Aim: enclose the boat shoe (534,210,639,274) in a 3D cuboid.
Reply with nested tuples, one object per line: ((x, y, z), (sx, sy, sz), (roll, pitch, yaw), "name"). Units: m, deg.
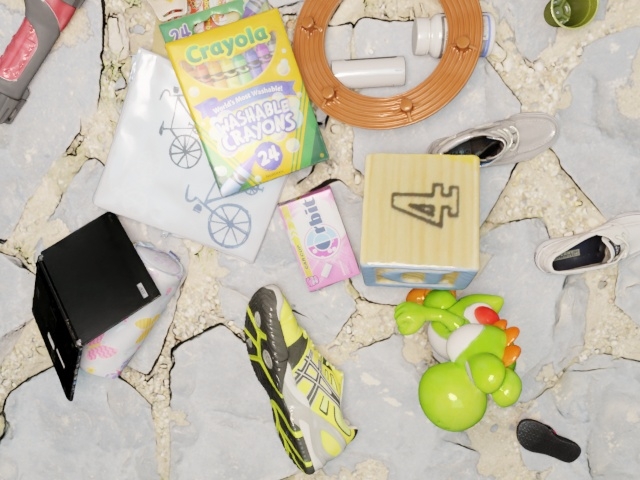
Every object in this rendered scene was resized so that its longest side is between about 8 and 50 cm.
((0.554, 0.016, 1.103), (0.258, 0.084, 0.095), (-21, 101, 5), "boat shoe")

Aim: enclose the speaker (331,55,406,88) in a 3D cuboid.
((0.086, -0.309, 1.051), (0.136, 0.055, 0.055), (-3, 102, 1), "speaker")

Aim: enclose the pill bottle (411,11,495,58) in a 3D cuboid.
((0.238, -0.369, 1.027), (0.137, 0.078, 0.078), (-1, 102, 1), "pill bottle")

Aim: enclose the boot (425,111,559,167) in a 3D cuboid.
((0.328, -0.172, 1.044), (0.258, 0.123, 0.095), (-17, 101, 3), "boot")

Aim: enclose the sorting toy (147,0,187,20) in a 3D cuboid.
((-0.266, -0.425, 0.993), (0.083, 0.045, 0.075), (-15, 88, 3), "sorting toy")

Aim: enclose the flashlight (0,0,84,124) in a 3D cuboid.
((-0.536, -0.358, 1.017), (0.103, 0.103, 0.304), (38, 99, -8), "flashlight")

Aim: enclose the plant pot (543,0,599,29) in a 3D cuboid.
((0.438, -0.413, 1.016), (0.083, 0.079, 0.083), (0, 101, 0), "plant pot")

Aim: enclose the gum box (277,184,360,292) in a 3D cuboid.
((0.000, 0.000, 1.111), (0.107, 0.062, 0.188), (-19, 101, 4), "gum box")

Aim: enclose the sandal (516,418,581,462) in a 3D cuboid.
((0.480, 0.425, 1.218), (0.179, 0.040, 0.067), (30, 106, -21), "sandal")

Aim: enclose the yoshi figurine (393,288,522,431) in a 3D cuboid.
((0.225, 0.204, 1.002), (0.203, 0.362, 0.203), (5, 102, -2), "yoshi figurine")

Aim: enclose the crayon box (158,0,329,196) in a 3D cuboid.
((-0.135, -0.260, 0.998), (0.203, 0.083, 0.323), (-21, 98, -7), "crayon box")

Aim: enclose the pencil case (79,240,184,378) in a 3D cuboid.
((-0.382, 0.135, 1.116), (0.124, 0.113, 0.273), (35, 100, 12), "pencil case")

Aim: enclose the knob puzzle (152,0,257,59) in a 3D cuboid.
((-0.202, -0.398, 1.045), (0.213, 0.030, 0.213), (0, 101, 0), "knob puzzle")

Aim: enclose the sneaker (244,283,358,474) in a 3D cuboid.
((-0.042, 0.265, 1.151), (0.147, 0.145, 0.385), (-20, 100, -27), "sneaker")

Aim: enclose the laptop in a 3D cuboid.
((-0.436, 0.121, 1.078), (0.234, 0.136, 0.264), (51, 133, 30), "laptop")

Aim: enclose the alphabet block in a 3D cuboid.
((0.172, -0.027, 1.001), (0.193, 0.192, 0.197), (3, 75, 6), "alphabet block")

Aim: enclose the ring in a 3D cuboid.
((0.111, -0.359, 0.991), (0.336, 0.032, 0.337), (-1, 85, 14), "ring")

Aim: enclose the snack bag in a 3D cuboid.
((-0.231, -0.149, 1.079), (0.342, 0.037, 0.323), (19, 103, -11), "snack bag")
